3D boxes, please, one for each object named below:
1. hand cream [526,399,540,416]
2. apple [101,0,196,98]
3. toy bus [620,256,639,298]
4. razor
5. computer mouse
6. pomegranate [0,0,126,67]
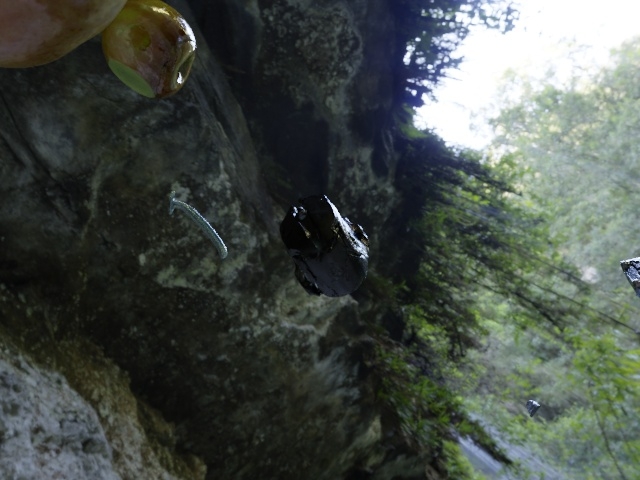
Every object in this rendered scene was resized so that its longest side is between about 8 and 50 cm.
[{"bbox_3d":[0.429,0.336,1.008,0.030,0.019,0.093,-51,-17,4],"label":"hand cream"},{"bbox_3d":[-0.302,-0.342,0.887,0.147,0.163,0.146,27,-103,-6],"label":"apple"},{"bbox_3d":[0.788,0.096,1.214,0.076,0.073,0.167,67,-157,-14],"label":"toy bus"},{"bbox_3d":[-0.274,-0.033,1.146,0.037,0.191,0.068,-39,-15,-35],"label":"razor"},{"bbox_3d":[0.000,0.000,0.883,0.147,0.241,0.077,-34,-41,-1],"label":"computer mouse"},{"bbox_3d":[-0.345,-0.335,0.530,0.319,0.319,0.318,-22,-52,-32],"label":"pomegranate"}]
